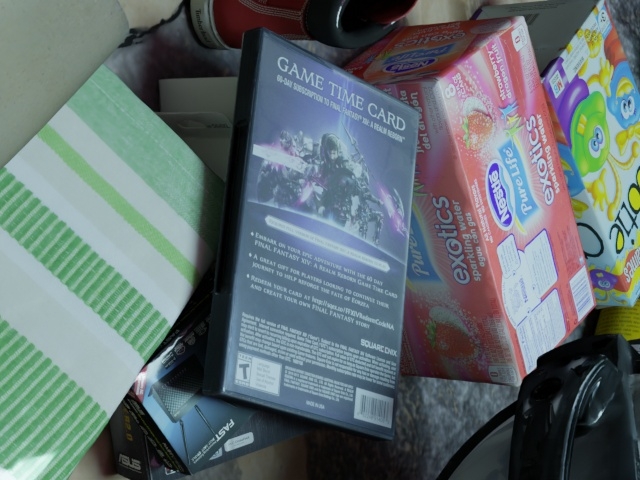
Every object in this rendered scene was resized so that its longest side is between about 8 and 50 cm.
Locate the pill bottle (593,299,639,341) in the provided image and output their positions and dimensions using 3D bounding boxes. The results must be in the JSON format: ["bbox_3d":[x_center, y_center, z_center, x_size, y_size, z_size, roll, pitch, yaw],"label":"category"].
[{"bbox_3d":[0.369,0.093,1.726,0.117,0.117,0.208,41,60,-43],"label":"pill bottle"}]

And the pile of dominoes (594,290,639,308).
[{"bbox_3d":[0.364,0.009,1.611,0.040,0.251,0.196,52,51,-20],"label":"pile of dominoes"}]

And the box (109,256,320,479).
[{"bbox_3d":[-0.061,0.069,1.206,0.231,0.056,0.183,-14,103,-36],"label":"box"}]

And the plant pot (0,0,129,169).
[{"bbox_3d":[-0.285,-0.077,0.845,0.256,0.256,0.274,42,75,-43],"label":"plant pot"}]

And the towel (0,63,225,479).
[{"bbox_3d":[-0.211,0.015,1.028,0.248,0.038,0.325,45,55,-21],"label":"towel"}]

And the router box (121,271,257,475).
[{"bbox_3d":[-0.085,0.096,1.129,0.122,0.038,0.092,-44,118,-25],"label":"router box"}]

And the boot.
[{"bbox_3d":[0.033,-0.226,1.254,0.244,0.176,0.088,-48,131,-39],"label":"boot"}]

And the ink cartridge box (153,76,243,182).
[{"bbox_3d":[-0.059,-0.084,1.216,0.143,0.092,0.090,-8,98,-49],"label":"ink cartridge box"}]

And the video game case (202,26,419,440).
[{"bbox_3d":[0.000,0.000,1.172,0.196,0.026,0.274,22,67,-46],"label":"video game case"}]

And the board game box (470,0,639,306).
[{"bbox_3d":[0.234,-0.084,1.534,0.142,0.144,0.275,-52,128,-35],"label":"board game box"}]

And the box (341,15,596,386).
[{"bbox_3d":[0.126,-0.035,1.403,0.154,0.142,0.300,-40,121,-43],"label":"box"}]

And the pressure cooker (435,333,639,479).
[{"bbox_3d":[0.261,0.291,1.164,0.375,0.370,0.420,-49,129,-2],"label":"pressure cooker"}]
